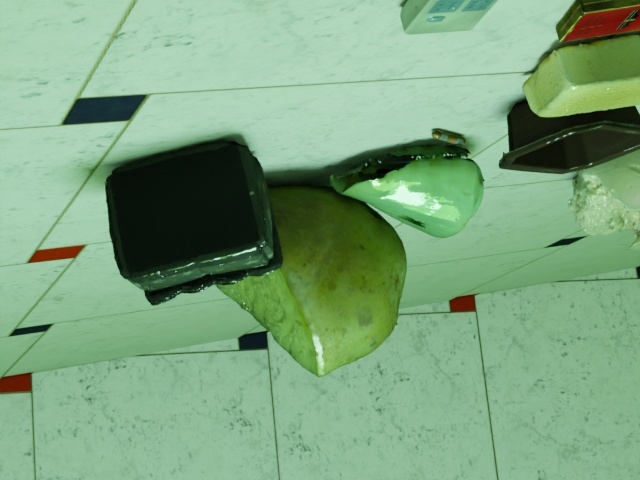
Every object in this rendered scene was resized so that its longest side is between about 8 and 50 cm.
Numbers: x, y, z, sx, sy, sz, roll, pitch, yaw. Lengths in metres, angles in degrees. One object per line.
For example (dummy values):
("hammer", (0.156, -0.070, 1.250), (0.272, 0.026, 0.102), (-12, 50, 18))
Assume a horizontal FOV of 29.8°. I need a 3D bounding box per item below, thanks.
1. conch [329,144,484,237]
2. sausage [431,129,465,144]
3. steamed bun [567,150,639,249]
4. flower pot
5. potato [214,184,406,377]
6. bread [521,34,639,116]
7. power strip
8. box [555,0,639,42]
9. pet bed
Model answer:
("conch", (0.156, -0.092, 1.848), (0.250, 0.137, 0.143), (25, 173, -41))
("sausage", (0.191, -0.152, 1.785), (0.015, 0.015, 0.100), (-20, 167, 31))
("steamed bun", (0.546, -0.072, 2.178), (0.200, 0.170, 0.225), (-10, 168, 15))
("flower pot", (0.369, -0.166, 1.747), (0.179, 0.084, 0.251), (-23, 166, 38))
("potato", (0.000, 0.000, 1.855), (0.280, 0.330, 0.213), (-29, 145, -32))
("bread", (0.370, -0.215, 1.550), (0.188, 0.068, 0.125), (-9, 168, -13))
("power strip", (0.144, -0.255, 1.196), (0.081, 0.035, 0.192), (-9, 167, -19))
("box", (0.349, -0.265, 1.398), (0.133, 0.023, 0.090), (-10, 170, -11))
("pet bed", (-0.170, -0.024, 1.615), (0.210, 0.183, 0.159), (-16, 162, 2))
